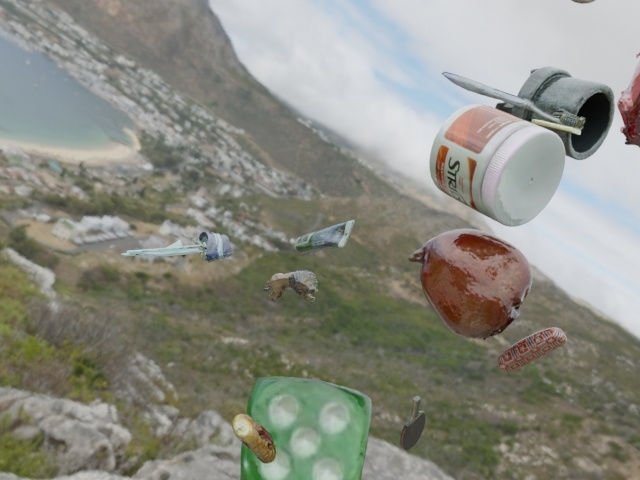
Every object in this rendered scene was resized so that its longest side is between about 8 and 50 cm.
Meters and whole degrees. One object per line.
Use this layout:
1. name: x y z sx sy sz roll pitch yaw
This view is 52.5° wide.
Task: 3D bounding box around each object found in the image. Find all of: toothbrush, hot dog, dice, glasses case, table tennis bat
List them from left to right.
1. hot dog: -0.120 0.390 1.266 0.216 0.047 0.066 71 -8 -56
2. dice: -0.037 0.506 1.622 0.299 0.287 0.297 9 -20 3
3. table tennis bat: 0.317 0.617 2.197 0.019 0.221 0.130 25 36 37
4. toothbrush: 0.525 -0.390 1.794 0.413 0.035 0.042 24 -34 15
5. glasses case: 0.559 0.288 1.740 0.073 0.194 0.049 39 25 -40

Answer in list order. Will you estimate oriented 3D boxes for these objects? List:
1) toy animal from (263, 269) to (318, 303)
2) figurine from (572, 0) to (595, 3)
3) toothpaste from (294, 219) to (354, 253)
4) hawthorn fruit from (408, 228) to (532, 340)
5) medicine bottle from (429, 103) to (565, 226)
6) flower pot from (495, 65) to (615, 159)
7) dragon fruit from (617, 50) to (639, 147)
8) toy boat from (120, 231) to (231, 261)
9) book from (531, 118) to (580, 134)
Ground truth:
1. toy animal: -0.062 0.095 1.375 0.086 0.069 0.219 18 -20 -30
2. figurine: 0.662 -0.665 1.562 0.155 0.127 0.235 -1 0 14
3. toothpaste: 0.000 0.000 2.184 0.061 0.099 0.392 29 -19 -21
4. hawthorn fruit: 0.416 0.105 1.751 0.311 0.295 0.295 59 14 16
5. medicine bottle: 0.438 -0.194 1.633 0.252 0.253 0.241 28 6 -43
6. flower pot: 0.730 -0.390 2.057 0.299 0.299 0.282 27 5 -46
7. dragon fruit: 0.560 -0.227 1.002 0.261 0.189 0.163 27 -22 -26
8. toy boat: -0.394 0.019 1.770 0.290 0.067 0.220 -1 13 -18
9. book: 0.622 -0.300 1.712 0.111 0.014 0.077 23 15 35
